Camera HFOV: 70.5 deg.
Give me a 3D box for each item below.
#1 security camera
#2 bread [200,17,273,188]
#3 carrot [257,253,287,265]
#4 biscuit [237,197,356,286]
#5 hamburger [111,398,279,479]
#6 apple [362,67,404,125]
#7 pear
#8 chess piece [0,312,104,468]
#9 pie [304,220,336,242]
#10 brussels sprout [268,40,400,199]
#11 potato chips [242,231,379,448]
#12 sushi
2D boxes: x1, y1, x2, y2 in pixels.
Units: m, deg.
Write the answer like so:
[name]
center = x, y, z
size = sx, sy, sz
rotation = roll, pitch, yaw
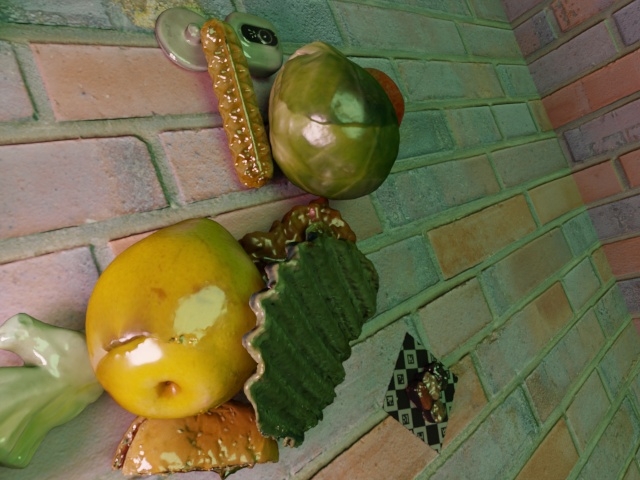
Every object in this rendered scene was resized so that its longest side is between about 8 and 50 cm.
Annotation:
[security camera]
center = -0.224, -0.464, 1.046
size = 0.301, 0.080, 0.157
rotation = -8, 80, -37
[bread]
center = -0.179, -0.293, 0.983
size = 0.084, 0.077, 0.368
rotation = -19, 96, -47
[carrot]
center = -0.048, 0.043, 0.888
size = 0.165, 0.035, 0.036
rotation = 11, 67, -31
[biscuit]
center = -0.017, 0.086, 0.988
size = 0.312, 0.110, 0.318
rotation = -35, 97, -42
[hamburger]
center = -0.190, 0.326, 0.752
size = 0.261, 0.124, 0.131
rotation = 18, 63, -34
[apple]
center = 0.123, -0.349, 1.203
size = 0.164, 0.209, 0.210
rotation = -30, 94, -52
[pear]
center = -0.218, 0.112, 0.722
size = 0.284, 0.336, 0.285
rotation = -5, 108, -17
[chess piece]
center = -0.421, 0.218, 0.605
size = 0.176, 0.175, 0.298
rotation = 52, 37, -12
[pie]
center = 0.000, 0.000, 0.949
size = 0.084, 0.020, 0.085
rotation = 16, 62, -32
[brussels sprout]
center = 0.023, -0.271, 1.026
size = 0.289, 0.281, 0.355
rotation = -6, 67, -33
[potato chips]
center = -0.004, 0.159, 0.764
size = 0.359, 0.069, 0.429
rotation = -66, 152, -24
[sushi]
center = 0.280, 0.386, 1.157
size = 0.231, 0.047, 0.220
rotation = 42, 53, -19
